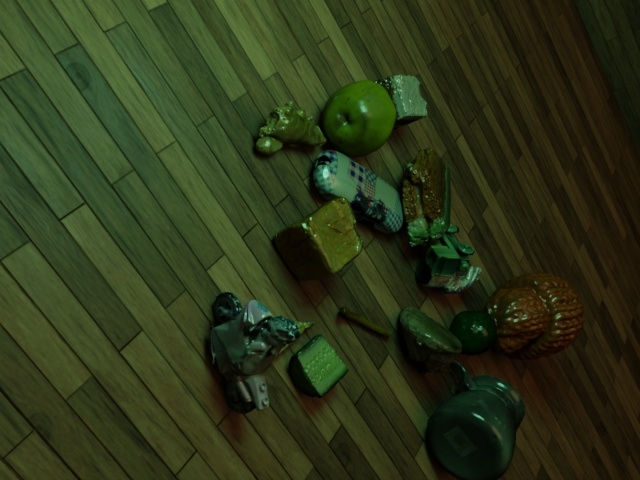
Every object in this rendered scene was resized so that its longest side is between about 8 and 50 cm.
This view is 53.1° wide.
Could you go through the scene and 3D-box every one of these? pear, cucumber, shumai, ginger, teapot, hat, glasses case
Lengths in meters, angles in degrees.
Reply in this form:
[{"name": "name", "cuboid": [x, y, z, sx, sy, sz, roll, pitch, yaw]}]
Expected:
[{"name": "pear", "cuboid": [0.100, -0.307, 1.620, 0.198, 0.198, 0.198, 14, 70, -42]}, {"name": "cucumber", "cuboid": [-0.011, 0.282, 1.443, 0.115, 0.062, 0.116, -38, 99, -45]}, {"name": "shumai", "cuboid": [0.277, 0.272, 1.698, 0.201, 0.201, 0.120, 21, 106, -40]}, {"name": "ginger", "cuboid": [-0.070, -0.269, 1.512, 0.206, 0.081, 0.115, -18, 104, -46]}, {"name": "teapot", "cuboid": [0.406, 0.474, 1.749, 0.285, 0.305, 0.223, -27, 135, -52]}, {"name": "hat", "cuboid": [0.561, 0.215, 1.907, 0.401, 0.285, 0.285, 8, 74, -32]}, {"name": "glasses case", "cuboid": [0.105, -0.122, 1.651, 0.328, 0.076, 0.125, 28, 62, -39]}]

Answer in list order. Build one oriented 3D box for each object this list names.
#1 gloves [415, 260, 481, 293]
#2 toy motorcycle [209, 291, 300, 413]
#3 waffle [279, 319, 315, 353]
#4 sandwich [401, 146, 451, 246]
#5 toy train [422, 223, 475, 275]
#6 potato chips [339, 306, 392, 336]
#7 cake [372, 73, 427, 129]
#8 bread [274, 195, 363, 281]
[{"name": "gloves", "cuboid": [0.372, 0.102, 1.845, 0.229, 0.097, 0.119, 1, 37, -29]}, {"name": "toy motorcycle", "cuboid": [-0.122, 0.214, 1.251, 0.108, 0.204, 0.239, -31, 105, -56]}, {"name": "waffle", "cuboid": [-0.090, 0.178, 1.419, 0.191, 0.032, 0.125, -38, 104, -45]}, {"name": "sandwich", "cuboid": [0.293, -0.144, 1.771, 0.292, 0.109, 0.212, -67, 144, -54]}, {"name": "toy train", "cuboid": [0.340, 0.016, 1.792, 0.132, 0.083, 0.200, 3, 32, -19]}, {"name": "potato chips", "cuboid": [0.110, 0.204, 1.604, 0.204, 0.037, 0.026, 33, 68, -41]}, {"name": "cake", "cuboid": [0.196, -0.376, 1.758, 0.135, 0.147, 0.135, -13, 90, -45]}, {"name": "bread", "cuboid": [0.000, 0.000, 1.469, 0.158, 0.149, 0.143, -34, 101, -44]}]
